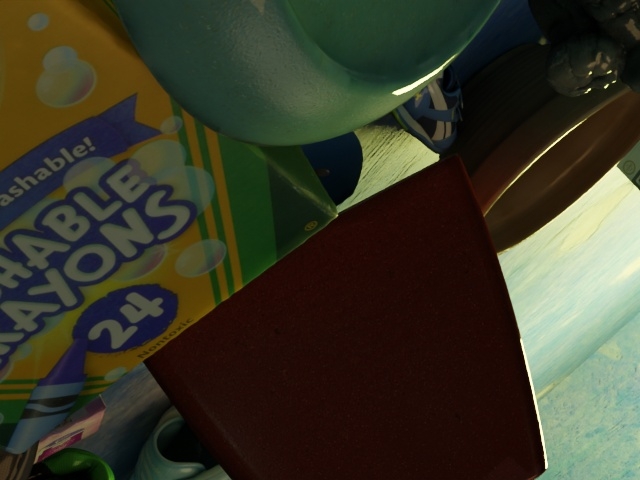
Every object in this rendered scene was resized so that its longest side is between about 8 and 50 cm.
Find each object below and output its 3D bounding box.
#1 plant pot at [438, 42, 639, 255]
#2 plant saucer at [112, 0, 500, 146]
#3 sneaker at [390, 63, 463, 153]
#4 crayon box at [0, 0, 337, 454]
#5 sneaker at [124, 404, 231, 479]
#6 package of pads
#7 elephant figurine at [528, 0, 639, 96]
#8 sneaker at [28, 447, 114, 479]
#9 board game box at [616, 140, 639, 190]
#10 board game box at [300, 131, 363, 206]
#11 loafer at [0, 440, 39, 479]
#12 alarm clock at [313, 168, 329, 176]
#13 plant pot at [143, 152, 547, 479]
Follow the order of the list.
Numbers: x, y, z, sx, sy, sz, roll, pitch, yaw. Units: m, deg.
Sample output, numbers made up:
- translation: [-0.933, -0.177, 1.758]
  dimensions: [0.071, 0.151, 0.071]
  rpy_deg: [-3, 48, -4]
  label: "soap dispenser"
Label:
- translation: [0.184, -0.096, 1.036]
  dimensions: [0.237, 0.110, 0.237]
  rpy_deg: [-35, 162, -13]
  label: "plant pot"
- translation: [0.034, -0.182, 0.441]
  dimensions: [0.317, 0.044, 0.317]
  rpy_deg: [-39, 141, -42]
  label: "plant saucer"
- translation: [0.089, -0.110, 0.925]
  dimensions: [0.059, 0.053, 0.144]
  rpy_deg: [-44, 162, 10]
  label: "sneaker"
- translation: [-0.158, -0.036, 0.452]
  dimensions: [0.203, 0.083, 0.323]
  rpy_deg: [-37, 145, 11]
  label: "crayon box"
- translation: [-0.154, 0.240, 1.226]
  dimensions: [0.366, 0.135, 0.150]
  rpy_deg: [-46, 142, 13]
  label: "sneaker"
- translation: [-0.228, 0.162, 1.012]
  dimensions: [0.083, 0.032, 0.050]
  rpy_deg: [-26, 158, -30]
  label: "package of pads"
- translation: [0.177, -0.215, 0.710]
  dimensions: [0.239, 0.186, 0.169]
  rpy_deg: [53, 52, -46]
  label: "elephant figurine"
- translation: [-0.303, 0.271, 0.967]
  dimensions: [0.146, 0.134, 0.343]
  rpy_deg: [-54, 172, 32]
  label: "sneaker"
- translation: [0.408, -0.102, 1.127]
  dimensions: [0.097, 0.303, 0.224]
  rpy_deg: [-27, 159, -28]
  label: "board game box"
- translation: [-0.050, -0.039, 0.864]
  dimensions: [0.169, 0.033, 0.133]
  rpy_deg: [-37, 148, 4]
  label: "board game box"
- translation: [-0.333, 0.188, 0.725]
  dimensions: [0.366, 0.134, 0.130]
  rpy_deg: [-40, 161, 5]
  label: "loafer"
- translation: [-0.090, -0.023, 0.761]
  dimensions: [0.192, 0.064, 0.129]
  rpy_deg: [-26, 148, -7]
  label: "alarm clock"
- translation: [0.027, 0.117, 0.923]
  dimensions: [0.267, 0.236, 0.267]
  rpy_deg: [-28, 176, -7]
  label: "plant pot"
